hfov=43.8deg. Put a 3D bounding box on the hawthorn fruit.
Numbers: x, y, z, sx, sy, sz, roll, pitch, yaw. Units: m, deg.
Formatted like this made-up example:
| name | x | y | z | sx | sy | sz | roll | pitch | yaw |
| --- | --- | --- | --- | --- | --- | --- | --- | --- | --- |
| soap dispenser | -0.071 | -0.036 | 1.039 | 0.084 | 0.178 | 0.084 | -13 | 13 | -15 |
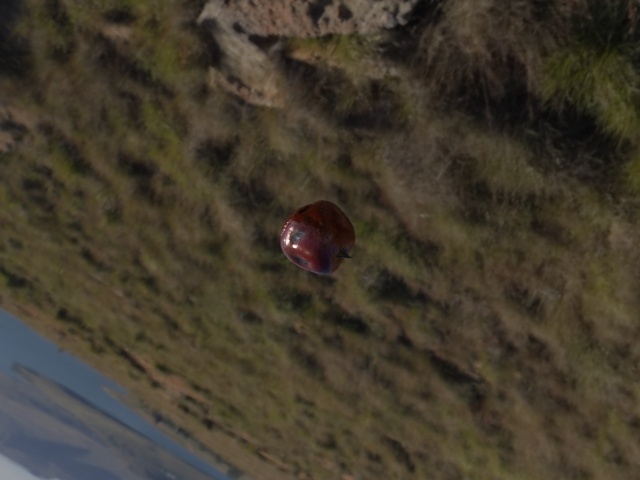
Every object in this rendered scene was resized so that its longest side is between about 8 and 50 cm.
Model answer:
| name | x | y | z | sx | sy | sz | roll | pitch | yaw |
| --- | --- | --- | --- | --- | --- | --- | --- | --- | --- |
| hawthorn fruit | 0.000 | 0.000 | 0.945 | 0.093 | 0.093 | 0.093 | 25 | 158 | 11 |
